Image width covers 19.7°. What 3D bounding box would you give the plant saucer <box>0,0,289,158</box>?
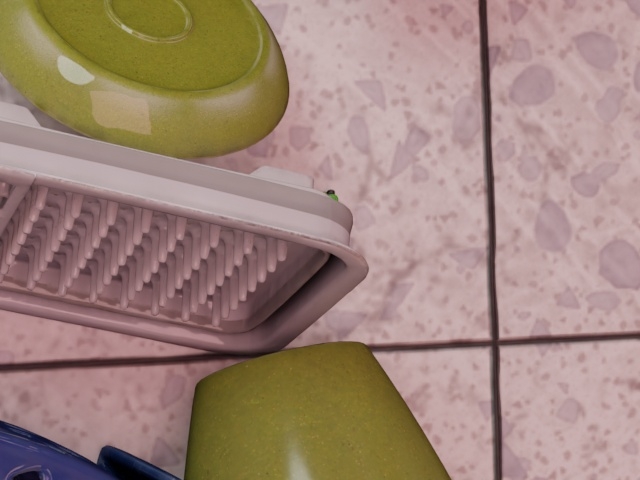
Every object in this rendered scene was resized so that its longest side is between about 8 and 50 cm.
[{"bbox_3d":[-0.130,-0.155,1.353,0.241,0.241,0.037,15,131,-13],"label":"plant saucer"}]

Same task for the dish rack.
[{"bbox_3d":[-0.151,-0.008,1.318,0.332,0.285,0.072,13,67,-15],"label":"dish rack"}]

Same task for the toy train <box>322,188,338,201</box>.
[{"bbox_3d":[0.000,0.000,1.481,0.023,0.017,0.083,4,89,-5],"label":"toy train"}]

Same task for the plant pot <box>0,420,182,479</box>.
[{"bbox_3d":[-0.215,0.246,1.318,0.212,0.236,0.236,12,86,-22],"label":"plant pot"}]

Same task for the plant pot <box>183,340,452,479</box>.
[{"bbox_3d":[0.003,0.233,1.374,0.274,0.275,0.294,-11,78,-15],"label":"plant pot"}]
